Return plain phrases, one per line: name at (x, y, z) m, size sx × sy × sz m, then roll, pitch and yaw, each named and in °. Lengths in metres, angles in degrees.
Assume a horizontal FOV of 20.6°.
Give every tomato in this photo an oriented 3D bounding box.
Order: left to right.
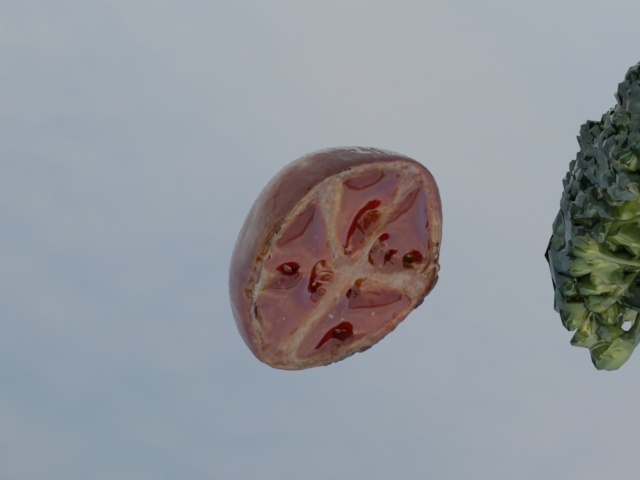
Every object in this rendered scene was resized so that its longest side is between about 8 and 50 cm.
tomato at (0.000, 0.000, 1.087) m, size 0.155 × 0.155 × 0.069 m, roll -10°, pitch -144°, yaw -38°

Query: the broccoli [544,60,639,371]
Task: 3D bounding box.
broccoli at (0.228, 0.054, 0.609) m, size 0.221 × 0.361 × 0.252 m, roll -29°, pitch -150°, yaw -27°
